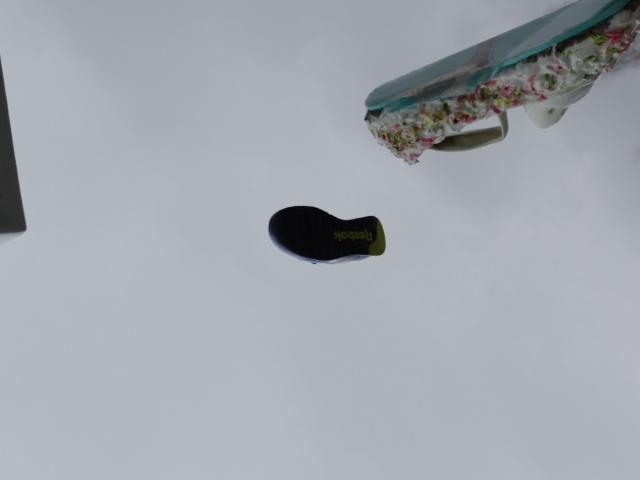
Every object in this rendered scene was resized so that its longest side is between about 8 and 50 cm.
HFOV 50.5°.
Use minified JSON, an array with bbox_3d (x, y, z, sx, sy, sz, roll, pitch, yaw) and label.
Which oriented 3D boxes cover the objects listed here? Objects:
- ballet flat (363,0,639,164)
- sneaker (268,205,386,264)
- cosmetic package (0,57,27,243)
[{"bbox_3d":[0.138,-0.115,0.515,0.077,0.241,0.091,54,-129,-21],"label":"ballet flat"},{"bbox_3d":[0.000,0.000,0.667,0.144,0.059,0.053,8,-105,-43],"label":"sneaker"},{"bbox_3d":[-0.596,-0.162,0.805,0.329,0.327,0.394,-7,-92,-45],"label":"cosmetic package"}]
